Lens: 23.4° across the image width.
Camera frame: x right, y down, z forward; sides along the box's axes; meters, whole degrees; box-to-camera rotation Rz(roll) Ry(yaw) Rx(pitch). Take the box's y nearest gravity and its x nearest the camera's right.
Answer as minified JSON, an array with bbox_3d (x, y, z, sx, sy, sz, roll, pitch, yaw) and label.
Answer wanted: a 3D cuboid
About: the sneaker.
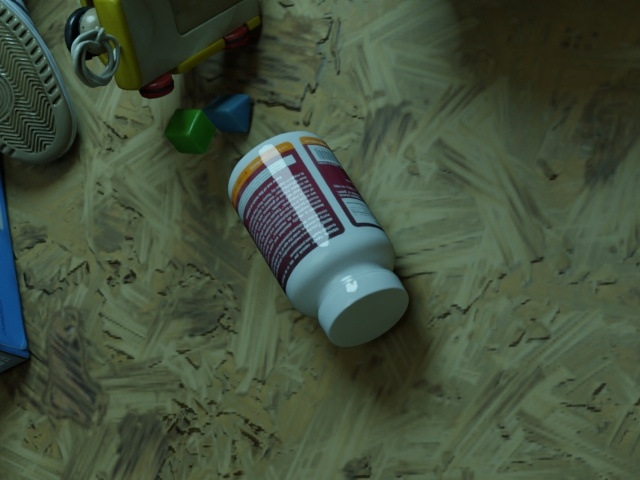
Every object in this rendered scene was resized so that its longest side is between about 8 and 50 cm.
[{"bbox_3d":[-0.295,-0.196,1.386,0.099,0.153,0.282,-39,89,17],"label":"sneaker"}]

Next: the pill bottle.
[{"bbox_3d":[0.000,0.000,1.122,0.086,0.086,0.152,-42,57,17],"label":"pill bottle"}]

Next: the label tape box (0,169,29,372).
[{"bbox_3d":[-0.431,0.049,1.390,0.334,0.106,0.240,-26,63,26],"label":"label tape box"}]

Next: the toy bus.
[{"bbox_3d":[-0.139,-0.177,1.203,0.104,0.202,0.191,4,74,36],"label":"toy bus"}]
